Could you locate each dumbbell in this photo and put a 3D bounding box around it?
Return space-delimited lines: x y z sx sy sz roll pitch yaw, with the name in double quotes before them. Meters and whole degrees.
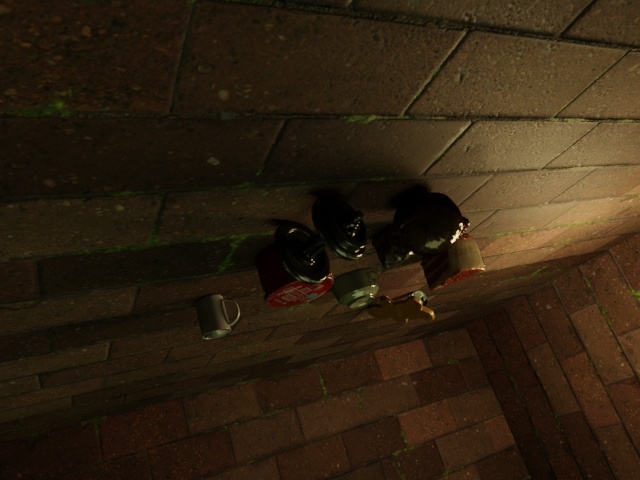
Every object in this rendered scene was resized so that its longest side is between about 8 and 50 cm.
"dumbbell" 0.000 0.000 1.371 0.290 0.192 0.192 -35 154 33

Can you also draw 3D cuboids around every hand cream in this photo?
"hand cream" -0.081 0.099 1.606 0.230 0.150 0.230 -14 158 -6

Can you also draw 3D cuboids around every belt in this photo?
"belt" 0.491 0.324 2.657 0.105 0.140 0.058 29 153 1

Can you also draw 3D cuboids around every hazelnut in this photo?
"hazelnut" 0.316 -0.053 1.543 0.208 0.208 0.208 -16 159 -7

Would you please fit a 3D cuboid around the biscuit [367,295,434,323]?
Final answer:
"biscuit" 0.385 0.339 2.582 0.339 0.047 0.216 -16 128 42

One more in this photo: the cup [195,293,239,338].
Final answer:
"cup" -0.353 0.260 1.784 0.136 0.133 0.099 -9 156 -25

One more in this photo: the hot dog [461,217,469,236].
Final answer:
"hot dog" 0.512 -0.039 1.910 0.062 0.038 0.144 -13 158 -14

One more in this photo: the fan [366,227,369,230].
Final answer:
"fan" 0.119 -0.024 1.668 0.083 0.004 0.056 -33 154 34

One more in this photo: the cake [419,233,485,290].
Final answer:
"cake" 0.492 0.094 2.060 0.262 0.158 0.159 -31 151 32

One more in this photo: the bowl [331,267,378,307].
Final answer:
"bowl" 0.150 0.203 2.100 0.211 0.112 0.211 -18 158 -8

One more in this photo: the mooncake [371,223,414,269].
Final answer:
"mooncake" 0.235 0.024 1.714 0.073 0.125 0.130 6 145 -38
